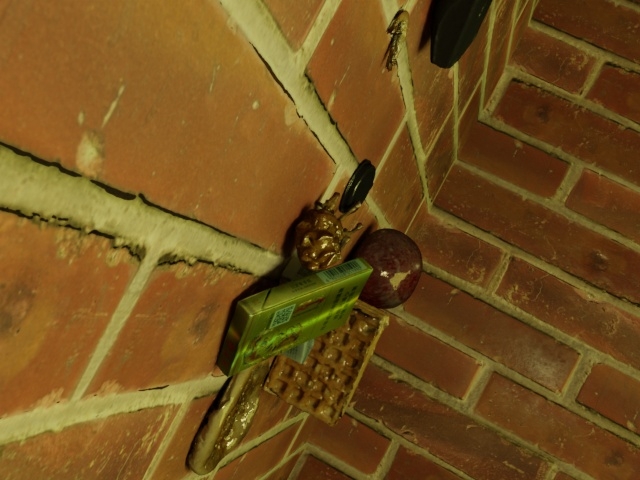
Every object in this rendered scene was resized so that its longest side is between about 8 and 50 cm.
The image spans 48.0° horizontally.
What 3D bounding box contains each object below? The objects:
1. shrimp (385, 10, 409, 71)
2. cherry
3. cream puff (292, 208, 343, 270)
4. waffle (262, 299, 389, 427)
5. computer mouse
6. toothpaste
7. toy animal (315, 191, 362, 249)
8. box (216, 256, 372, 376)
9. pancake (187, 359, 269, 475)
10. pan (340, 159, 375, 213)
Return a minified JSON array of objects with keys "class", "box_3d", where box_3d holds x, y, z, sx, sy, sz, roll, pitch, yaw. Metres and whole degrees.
[{"class":"shrimp","box_3d":[0.135,-0.368,1.321,0.083,0.023,0.114,-22,133,-67]},{"class":"cherry","box_3d":[0.178,0.084,2.052,0.300,0.203,0.230,-7,126,-58]},{"class":"cream puff","box_3d":[0.000,0.000,1.351,0.116,0.094,0.122,71,6,-59]},{"class":"waffle","box_3d":[0.015,0.274,1.763,0.308,0.213,0.091,-66,170,13]},{"class":"computer mouse","box_3d":[0.298,-0.500,1.511,0.170,0.100,0.269,-48,167,-34]},{"class":"toothpaste","box_3d":[-0.049,0.158,1.546,0.312,0.089,0.071,101,16,-52]},{"class":"toy animal","box_3d":[0.027,-0.027,1.524,0.149,0.054,0.275,-54,162,8]},{"class":"box","box_3d":[-0.045,0.139,1.360,0.311,0.043,0.173,-19,143,-40]},{"class":"pancake","box_3d":[-0.189,0.369,1.528,0.282,0.049,0.282,-59,165,-26]},{"class":"pan","box_3d":[0.102,-0.123,1.687,0.136,0.028,0.235,-64,167,12]}]
